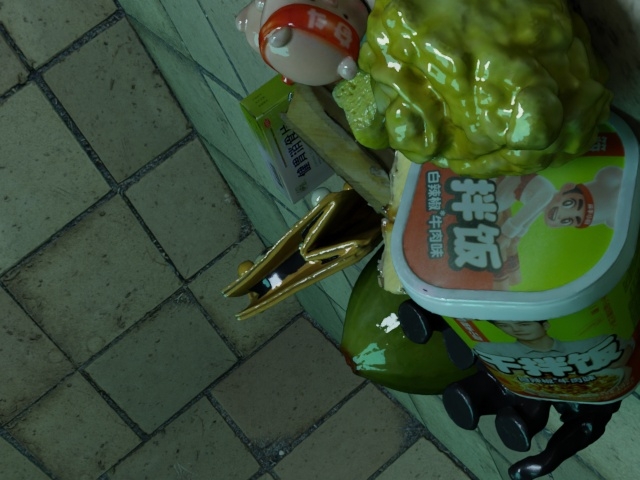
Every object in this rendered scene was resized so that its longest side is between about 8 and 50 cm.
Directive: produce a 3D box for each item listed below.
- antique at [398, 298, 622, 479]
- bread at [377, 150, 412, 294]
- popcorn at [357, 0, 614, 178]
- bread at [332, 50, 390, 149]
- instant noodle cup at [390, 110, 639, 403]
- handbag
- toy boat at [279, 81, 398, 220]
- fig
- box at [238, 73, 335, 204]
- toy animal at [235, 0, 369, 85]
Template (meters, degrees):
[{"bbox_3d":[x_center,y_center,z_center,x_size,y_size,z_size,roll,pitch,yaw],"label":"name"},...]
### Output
[{"bbox_3d":[0.303,0.164,1.487,0.322,0.255,0.185,61,151,14],"label":"antique"},{"bbox_3d":[0.137,-0.037,1.375,0.178,0.240,0.135,-2,169,31],"label":"bread"},{"bbox_3d":[0.163,-0.168,1.023,0.250,0.235,0.242,53,-175,18],"label":"popcorn"},{"bbox_3d":[0.091,-0.207,1.484,0.111,0.129,0.114,18,-151,-46],"label":"bread"},{"bbox_3d":[0.261,0.036,1.183,0.294,0.294,0.308,42,173,42],"label":"instant noodle cup"},{"bbox_3d":[0.000,0.000,1.748,0.133,0.283,0.401,51,-159,1],"label":"handbag"},{"bbox_3d":[0.103,-0.131,1.591,0.445,0.162,0.136,46,135,29],"label":"toy boat"},{"bbox_3d":[0.173,0.126,1.713,0.316,0.316,0.316,49,169,13],"label":"fig"},{"bbox_3d":[-0.028,-0.202,1.831,0.062,0.175,0.260,46,168,33],"label":"box"},{"bbox_3d":[-0.025,-0.306,1.474,0.171,0.171,0.198,57,175,-29],"label":"toy animal"}]
